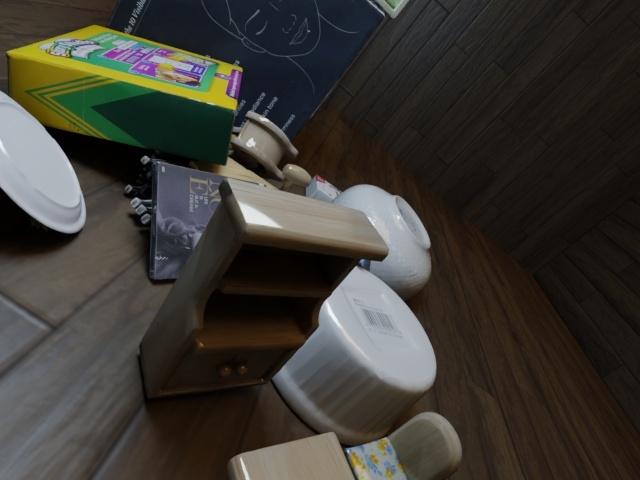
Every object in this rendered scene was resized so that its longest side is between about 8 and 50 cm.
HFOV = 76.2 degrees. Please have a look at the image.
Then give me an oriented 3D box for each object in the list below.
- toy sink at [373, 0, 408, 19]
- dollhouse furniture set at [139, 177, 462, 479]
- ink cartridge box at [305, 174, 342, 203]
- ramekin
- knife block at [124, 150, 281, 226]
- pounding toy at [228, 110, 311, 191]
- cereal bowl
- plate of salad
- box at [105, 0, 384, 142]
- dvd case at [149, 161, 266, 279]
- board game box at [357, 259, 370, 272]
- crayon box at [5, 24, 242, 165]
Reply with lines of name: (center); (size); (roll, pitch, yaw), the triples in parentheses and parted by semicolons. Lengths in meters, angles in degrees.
toy sink: (0.121, -0.640, 0.904); (0.234, 0.152, 0.131); (19, 32, -44)
dollhouse furniture set: (-0.006, 0.180, 0.346); (0.363, 0.256, 0.394); (9, 39, -40)
ink cartridge box: (0.027, -0.117, 1.180); (0.135, 0.056, 0.099); (32, 26, -22)
ramekin: (0.054, 0.163, 0.658); (0.277, 0.135, 0.277); (33, 26, -19)
knife block: (-0.188, -0.064, 0.733); (0.276, 0.088, 0.242); (32, 26, -21)
pounding toy: (-0.154, -0.173, 0.891); (0.270, 0.154, 0.154); (19, -12, 46)
cereal bowl: (0.184, -0.012, 1.064); (0.339, 0.141, 0.338); (41, 30, -29)
plate of salad: (-0.363, -0.094, 0.500); (0.199, 0.048, 0.200); (63, -4, 7)
box: (-0.195, -0.521, 1.006); (0.472, 0.480, 0.297); (30, 25, -27)
dvd case: (-0.167, -0.024, 0.654); (0.221, 0.018, 0.164); (4, 87, -55)
board game box: (0.000, 0.000, 0.798); (0.212, 0.039, 0.160); (29, -16, 15)
crayon box: (-0.313, -0.283, 0.756); (0.314, 0.106, 0.362); (10, 30, -14)
